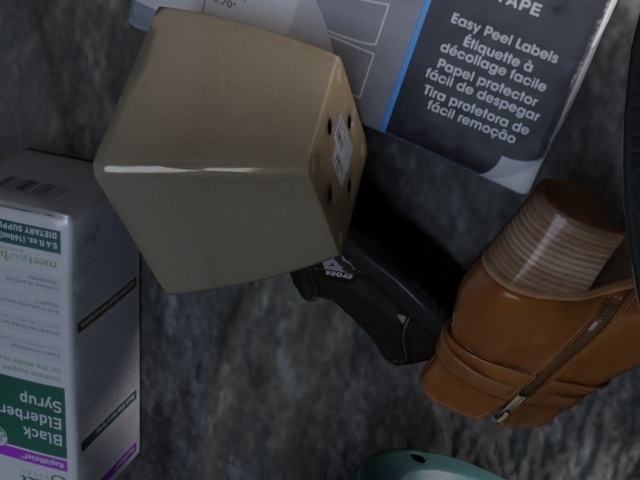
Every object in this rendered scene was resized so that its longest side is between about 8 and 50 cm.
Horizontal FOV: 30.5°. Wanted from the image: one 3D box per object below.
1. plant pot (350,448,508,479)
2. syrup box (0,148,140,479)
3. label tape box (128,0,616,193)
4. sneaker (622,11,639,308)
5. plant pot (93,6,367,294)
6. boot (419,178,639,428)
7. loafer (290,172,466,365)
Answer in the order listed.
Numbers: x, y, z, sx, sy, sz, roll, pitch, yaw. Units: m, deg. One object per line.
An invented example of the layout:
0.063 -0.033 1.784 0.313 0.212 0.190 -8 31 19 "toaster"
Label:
0.055 0.282 0.722 0.272 0.272 0.255 27 106 9 "plant pot"
-0.187 0.066 0.810 0.093 0.096 0.236 12 115 17 "syrup box"
0.060 -0.225 0.576 0.241 0.106 0.333 24 119 10 "label tape box"
0.224 -0.029 0.477 0.169 0.257 0.447 -21 134 24 "sneaker"
-0.035 -0.042 0.585 0.096 0.109 0.109 3 145 19 "plant pot"
0.165 0.057 0.663 0.197 0.073 0.152 22 123 -9 "boot"
0.000 0.000 0.713 0.220 0.080 0.078 46 120 -2 "loafer"
